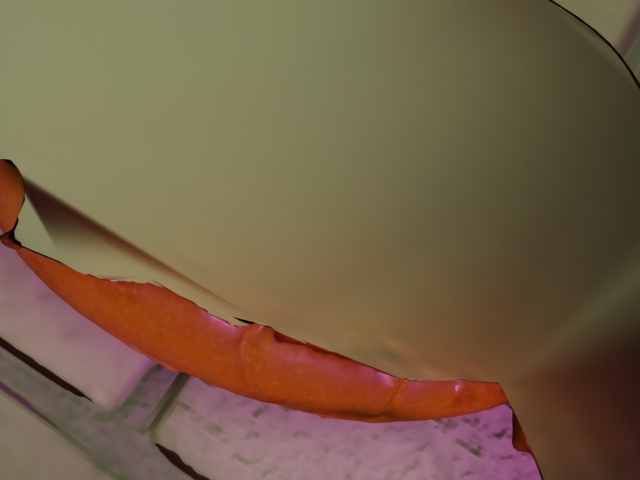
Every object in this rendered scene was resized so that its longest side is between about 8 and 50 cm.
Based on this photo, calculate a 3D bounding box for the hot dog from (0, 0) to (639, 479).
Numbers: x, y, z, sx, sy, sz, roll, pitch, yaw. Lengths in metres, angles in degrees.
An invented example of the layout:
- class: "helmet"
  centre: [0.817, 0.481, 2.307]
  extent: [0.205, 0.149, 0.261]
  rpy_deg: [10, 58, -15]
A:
- class: "hot dog"
  centre: [0.002, -0.006, 0.549]
  extent: [0.326, 0.107, 0.194]
  rpy_deg: [42, 83, -7]
